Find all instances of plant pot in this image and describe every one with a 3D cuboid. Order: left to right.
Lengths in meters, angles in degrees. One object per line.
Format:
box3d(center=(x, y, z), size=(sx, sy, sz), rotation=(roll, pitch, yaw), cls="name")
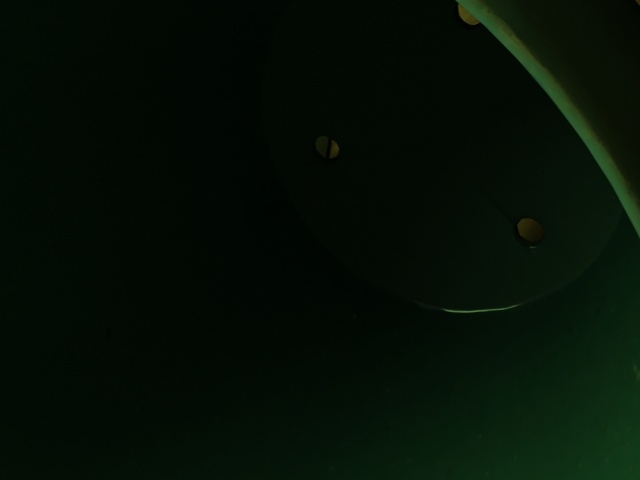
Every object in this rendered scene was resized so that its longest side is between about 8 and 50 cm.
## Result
box3d(center=(0.000, 0.000, 0.514), size=(0.290, 0.290, 0.195), rotation=(-52, -5, 37), cls="plant pot")

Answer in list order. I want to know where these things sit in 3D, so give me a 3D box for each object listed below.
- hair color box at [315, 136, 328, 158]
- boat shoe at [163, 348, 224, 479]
box3d(center=(-0.092, -0.047, 0.885), size=(0.185, 0.113, 0.374), rotation=(-27, 47, 47), cls="hair color box")
box3d(center=(-0.035, 0.115, 0.648), size=(0.091, 0.114, 0.303), rotation=(-38, 37, 42), cls="boat shoe")
